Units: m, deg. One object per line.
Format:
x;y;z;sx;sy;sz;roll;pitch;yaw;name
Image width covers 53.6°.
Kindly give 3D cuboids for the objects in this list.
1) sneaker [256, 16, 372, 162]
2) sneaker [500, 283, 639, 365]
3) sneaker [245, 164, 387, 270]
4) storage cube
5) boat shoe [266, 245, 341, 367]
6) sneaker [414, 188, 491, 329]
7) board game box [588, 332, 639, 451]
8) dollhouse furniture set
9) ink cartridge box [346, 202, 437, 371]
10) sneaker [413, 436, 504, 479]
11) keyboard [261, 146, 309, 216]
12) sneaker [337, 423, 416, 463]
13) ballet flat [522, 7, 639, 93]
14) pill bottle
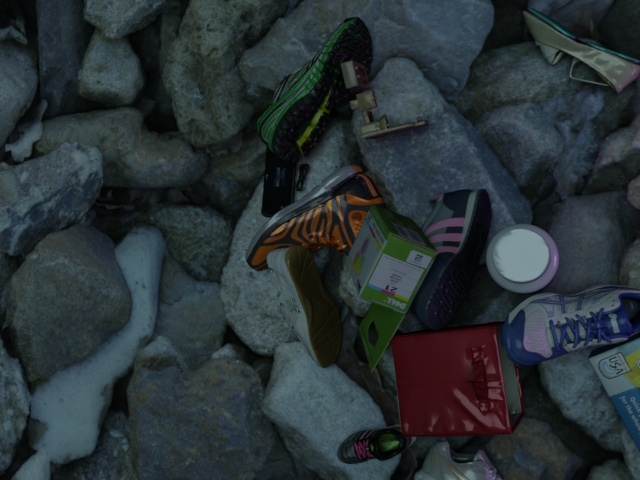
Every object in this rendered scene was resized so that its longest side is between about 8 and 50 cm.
-0.021;-0.342;1.360;0.146;0.134;0.343;37;89;38;sneaker
0.447;0.133;1.074;0.297;0.131;0.111;-17;92;-21;sneaker
0.000;0.000;1.323;0.321;0.125;0.180;-39;73;12;sneaker
0.255;0.249;1.167;0.193;0.215;0.183;-10;82;25;storage cube
-0.037;0.136;1.314;0.096;0.098;0.276;-1;114;42;boat shoe
0.221;0.031;1.200;0.131;0.112;0.319;3;47;36;sneaker
0.669;0.239;1.051;0.336;0.079;0.253;-32;78;26;board game box
0.132;-0.291;1.274;0.123;0.144;0.151;-12;96;18;dollhouse furniture set
0.099;0.084;1.180;0.097;0.188;0.255;22;106;-12;ink cartridge box
0.313;0.463;1.187;0.263;0.099;0.120;22;88;19;sneaker
-0.076;-0.140;1.418;0.108;0.023;0.180;2;87;26;keyboard
0.105;0.412;1.273;0.171;0.075;0.063;-20;79;17;sneaker
0.482;-0.358;1.214;0.248;0.086;0.086;35;97;18;ballet flat
0.363;0.035;1.139;0.124;0.221;0.124;-2;85;20;pill bottle
